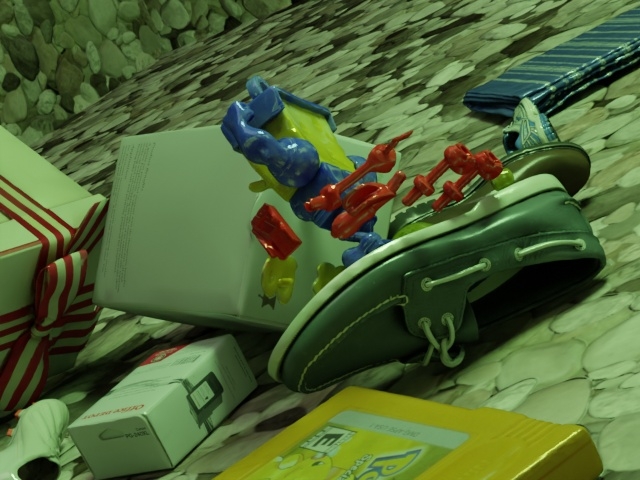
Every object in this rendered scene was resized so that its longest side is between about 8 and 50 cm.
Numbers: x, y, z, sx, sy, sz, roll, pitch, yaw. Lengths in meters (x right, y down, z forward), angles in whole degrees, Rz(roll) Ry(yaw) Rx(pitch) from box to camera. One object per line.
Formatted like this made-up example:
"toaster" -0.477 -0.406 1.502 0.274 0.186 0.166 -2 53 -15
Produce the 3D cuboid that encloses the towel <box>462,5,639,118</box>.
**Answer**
"towel" 0.358 -0.236 2.428 0.336 0.040 0.243 -27 12 -10

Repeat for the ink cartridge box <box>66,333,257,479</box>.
"ink cartridge box" -0.149 0.158 1.819 0.109 0.063 0.150 -14 19 40

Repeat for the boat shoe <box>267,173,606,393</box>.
"boat shoe" 0.105 0.053 1.645 0.319 0.099 0.116 -29 -27 -21

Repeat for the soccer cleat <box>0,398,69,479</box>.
"soccer cleat" -0.279 0.212 1.882 0.076 0.068 0.196 4 19 16

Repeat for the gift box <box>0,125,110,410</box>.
"gift box" -0.368 0.022 2.153 0.276 0.258 0.255 -24 -37 -48

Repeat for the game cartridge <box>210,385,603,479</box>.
"game cartridge" 0.005 0.205 1.392 0.285 0.053 0.323 -33 14 -24

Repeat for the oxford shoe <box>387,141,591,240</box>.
"oxford shoe" 0.178 -0.019 1.882 0.227 0.083 0.096 -31 31 -11

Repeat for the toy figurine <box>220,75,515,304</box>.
"toy figurine" 0.026 -0.076 1.699 0.191 0.217 0.362 -46 -25 17

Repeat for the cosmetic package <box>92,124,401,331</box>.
"cosmetic package" -0.086 -0.008 1.955 0.155 0.197 0.365 13 -5 -29

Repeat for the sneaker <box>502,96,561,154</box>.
"sneaker" 0.230 -0.125 2.198 0.058 0.052 0.135 -30 13 2
